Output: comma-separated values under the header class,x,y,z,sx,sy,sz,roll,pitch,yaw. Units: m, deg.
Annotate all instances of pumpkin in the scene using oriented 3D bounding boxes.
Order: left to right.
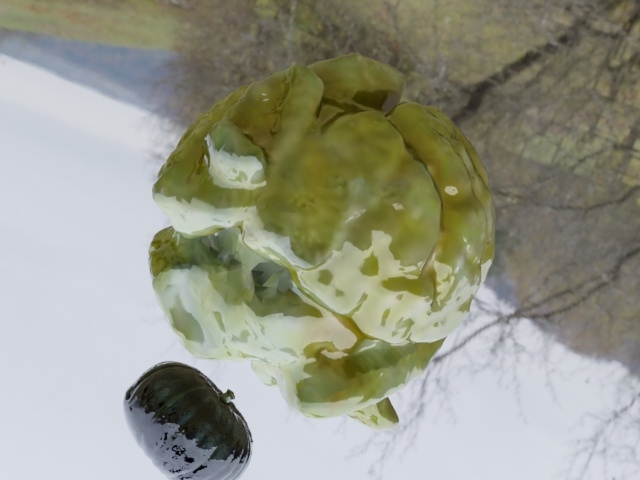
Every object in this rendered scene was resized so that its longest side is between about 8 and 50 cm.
class,x,y,z,sx,sy,sz,roll,pitch,yaw
pumpkin,-0.175,0.251,1.345,0.202,0.140,0.202,46,177,4

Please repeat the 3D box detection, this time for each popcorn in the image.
class,x,y,z,sx,sy,sz,roll,pitch,yaw
popcorn,0.000,0.000,0.520,0.185,0.187,0.167,38,-139,5
